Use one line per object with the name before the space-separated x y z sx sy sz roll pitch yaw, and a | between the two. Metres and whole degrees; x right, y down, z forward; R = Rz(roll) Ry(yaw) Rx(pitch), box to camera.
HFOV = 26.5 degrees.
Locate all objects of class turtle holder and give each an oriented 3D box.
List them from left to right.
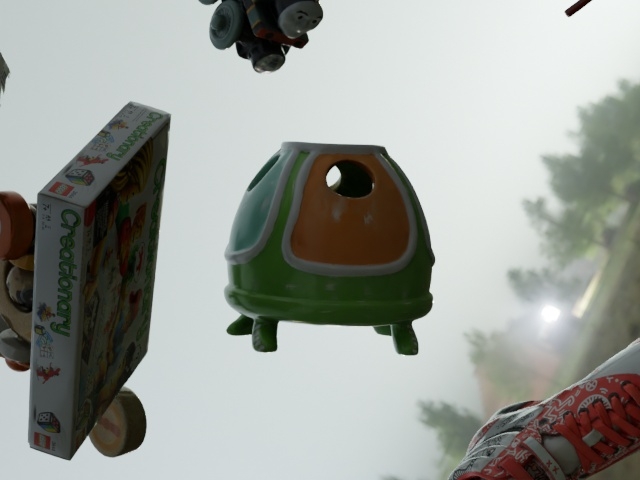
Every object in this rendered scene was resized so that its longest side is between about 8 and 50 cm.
turtle holder | 0.017 0.001 1.560 0.320 0.243 0.227 -15 -73 -76

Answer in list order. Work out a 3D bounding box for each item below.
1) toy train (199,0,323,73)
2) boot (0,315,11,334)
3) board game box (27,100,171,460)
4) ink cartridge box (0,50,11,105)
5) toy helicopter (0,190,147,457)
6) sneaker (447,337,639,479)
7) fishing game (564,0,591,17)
toy train | -0.094 -0.416 2.042 0.142 0.334 0.190 10 -39 -40
boot | -0.527 0.118 1.878 0.123 0.258 0.095 -73 -18 -72
board game box | -0.217 0.040 1.330 0.193 0.053 0.305 -60 -16 -54
ink cartridge box | -0.425 -0.124 1.451 0.307 0.072 0.304 105 178 -70
toy helicopter | -0.320 0.118 1.647 0.140 0.355 0.235 -5 -36 -48
sneaker | 0.220 0.169 1.127 0.270 0.090 0.145 -31 6 39
fishing game | 0.196 -0.334 1.183 0.189 0.264 0.041 -35 -15 1
